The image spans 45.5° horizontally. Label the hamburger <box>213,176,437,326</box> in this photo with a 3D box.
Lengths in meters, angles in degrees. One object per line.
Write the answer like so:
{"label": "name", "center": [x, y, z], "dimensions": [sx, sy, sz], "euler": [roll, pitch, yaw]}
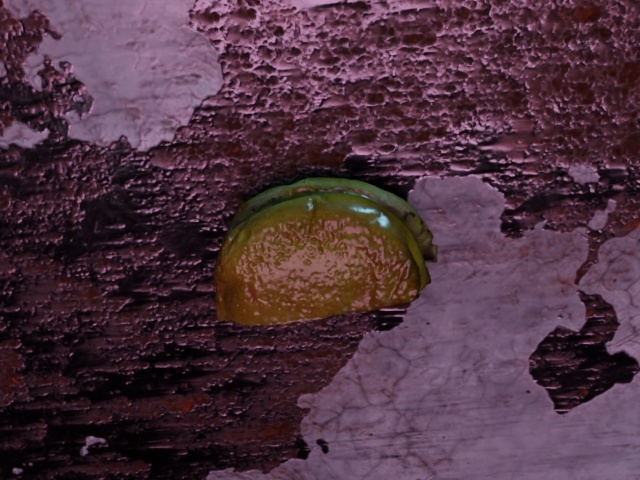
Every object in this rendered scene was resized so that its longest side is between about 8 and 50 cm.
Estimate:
{"label": "hamburger", "center": [0.000, 0.000, 0.929], "dimensions": [0.283, 0.144, 0.157], "euler": [-9, 108, 1]}
